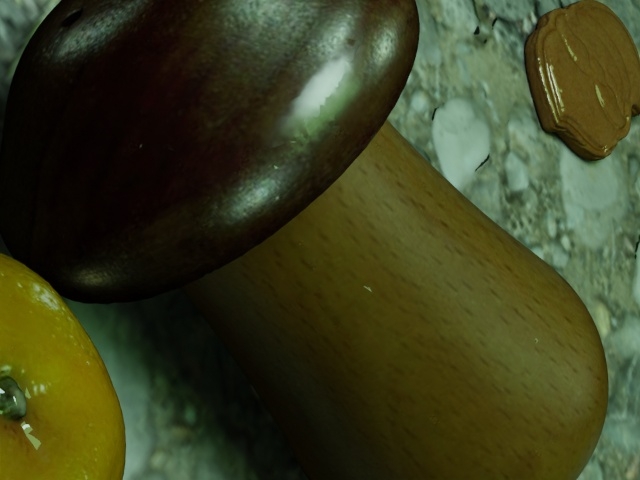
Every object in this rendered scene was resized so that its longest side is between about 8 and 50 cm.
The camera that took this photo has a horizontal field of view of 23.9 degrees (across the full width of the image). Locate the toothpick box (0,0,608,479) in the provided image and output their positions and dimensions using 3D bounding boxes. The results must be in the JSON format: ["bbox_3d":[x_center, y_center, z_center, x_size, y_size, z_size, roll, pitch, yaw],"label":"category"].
[{"bbox_3d":[0.000,0.000,0.649,0.294,0.192,0.192,49,47,-31],"label":"toothpick box"}]

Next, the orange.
[{"bbox_3d":[-0.136,0.071,0.513,0.156,0.124,0.156,28,44,-30],"label":"orange"}]

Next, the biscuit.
[{"bbox_3d":[0.177,-0.108,0.996,0.130,0.019,0.102,-36,102,-46],"label":"biscuit"}]
